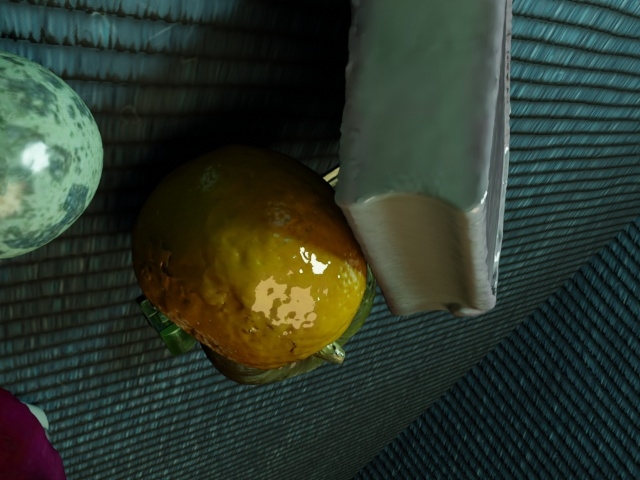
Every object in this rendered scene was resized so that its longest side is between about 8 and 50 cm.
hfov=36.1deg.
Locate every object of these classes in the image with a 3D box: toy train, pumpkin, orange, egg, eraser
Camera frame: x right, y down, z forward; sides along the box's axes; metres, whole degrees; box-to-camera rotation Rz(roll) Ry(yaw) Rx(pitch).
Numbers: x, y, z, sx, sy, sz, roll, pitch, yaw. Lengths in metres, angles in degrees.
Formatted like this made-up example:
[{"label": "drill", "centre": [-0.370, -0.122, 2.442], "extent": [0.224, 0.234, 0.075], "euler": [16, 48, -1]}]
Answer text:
[{"label": "toy train", "centre": [-0.171, 0.093, 1.106], "extent": [0.038, 0.056, 0.093], "euler": [-31, 158, -11]}, {"label": "pumpkin", "centre": [-0.032, 0.081, 1.115], "extent": [0.219, 0.162, 0.219], "euler": [-32, 158, -15]}, {"label": "orange", "centre": [-0.062, 0.015, 0.895], "extent": [0.219, 0.219, 0.193], "euler": [24, 84, -67]}, {"label": "egg", "centre": [-0.207, -0.054, 0.622], "extent": [0.132, 0.132, 0.172], "euler": [-44, 171, 18]}, {"label": "eraser", "centre": [0.107, -0.093, 0.871], "extent": [0.122, 0.272, 0.359], "euler": [2, 162, 12]}]

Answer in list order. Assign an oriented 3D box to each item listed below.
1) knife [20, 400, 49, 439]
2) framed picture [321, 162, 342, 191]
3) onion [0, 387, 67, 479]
[{"label": "knife", "centre": [-0.362, 0.187, 1.025], "extent": [0.073, 0.041, 0.265], "euler": [-25, 160, 0]}, {"label": "framed picture", "centre": [0.000, 0.000, 1.237], "extent": [0.232, 0.019, 0.296], "euler": [-34, 160, -7]}, {"label": "onion", "centre": [-0.400, 0.280, 0.777], "extent": [0.398, 0.398, 0.420], "euler": [-24, 178, -31]}]
